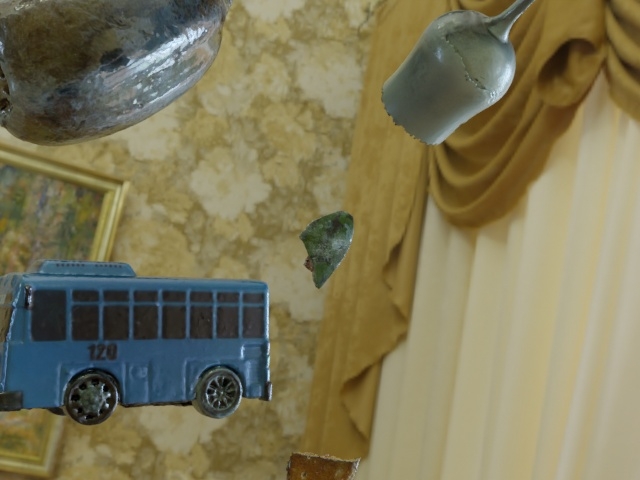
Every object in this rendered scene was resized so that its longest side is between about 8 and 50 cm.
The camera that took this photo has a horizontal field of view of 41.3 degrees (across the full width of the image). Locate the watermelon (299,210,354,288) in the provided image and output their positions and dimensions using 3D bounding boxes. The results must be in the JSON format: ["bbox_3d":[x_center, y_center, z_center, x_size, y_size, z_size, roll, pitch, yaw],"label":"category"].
[{"bbox_3d":[0.008,-0.003,1.615,0.101,0.155,0.080,52,-13,-22],"label":"watermelon"}]

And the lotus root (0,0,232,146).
[{"bbox_3d":[-0.182,-0.202,0.840,0.140,0.322,0.158,15,-53,39],"label":"lotus root"}]

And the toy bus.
[{"bbox_3d":[-0.132,0.068,0.578,0.185,0.106,0.090,4,-4,-31],"label":"toy bus"}]

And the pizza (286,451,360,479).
[{"bbox_3d":[-0.018,0.435,1.545,0.131,0.178,0.041,41,-6,-10],"label":"pizza"}]

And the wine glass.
[{"bbox_3d":[0.129,-0.154,0.621,0.079,0.079,0.195,20,-45,-30],"label":"wine glass"}]
